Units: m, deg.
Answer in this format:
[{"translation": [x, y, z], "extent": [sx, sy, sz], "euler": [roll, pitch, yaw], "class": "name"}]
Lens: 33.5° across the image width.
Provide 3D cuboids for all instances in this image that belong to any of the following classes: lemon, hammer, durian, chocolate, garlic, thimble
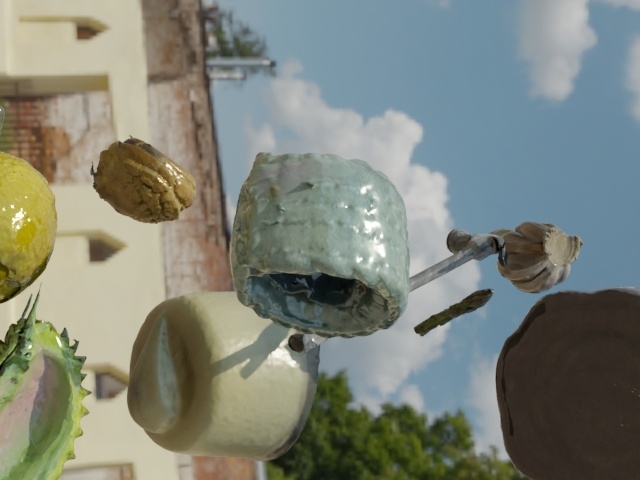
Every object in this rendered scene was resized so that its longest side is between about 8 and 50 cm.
[{"translation": [-0.398, -0.016, 1.257], "extent": [0.193, 0.181, 0.180], "euler": [-42, 145, -52], "class": "lemon"}, {"translation": [0.123, 0.079, 1.698], "extent": [0.152, 0.427, 0.044], "euler": [12, -58, 58], "class": "hammer"}, {"translation": [-0.370, 0.223, 1.097], "extent": [0.352, 0.158, 0.169], "euler": [-44, 161, -41], "class": "durian"}, {"translation": [-0.197, 0.222, 1.898], "extent": [0.314, 0.297, 0.326], "euler": [-50, -139, 29], "class": "chocolate"}, {"translation": [0.352, 0.021, 1.868], "extent": [0.194, 0.131, 0.127], "euler": [19, -74, 47], "class": "garlic"}, {"translation": [0.000, 0.000, 1.260], "extent": [0.205, 0.250, 0.172], "euler": [-17, -124, 36], "class": "thimble"}]

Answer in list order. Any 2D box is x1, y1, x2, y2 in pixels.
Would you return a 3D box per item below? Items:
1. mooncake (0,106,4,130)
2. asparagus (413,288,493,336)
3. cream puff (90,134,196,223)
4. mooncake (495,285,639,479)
[{"translation": [-0.436, -0.192, 0.961], "extent": [0.057, 0.347, 0.150], "euler": [-56, -169, -6], "class": "mooncake"}, {"translation": [0.249, 0.132, 1.965], "extent": [0.036, 0.165, 0.030], "euler": [48, 18, -48], "class": "asparagus"}, {"translation": [-0.316, -0.099, 1.876], "extent": [0.129, 0.189, 0.189], "euler": [-59, -170, -10], "class": "cream puff"}, {"translation": [0.377, 0.199, 1.323], "extent": [0.306, 0.154, 0.306], "euler": [-4, -98, 32], "class": "mooncake"}]
